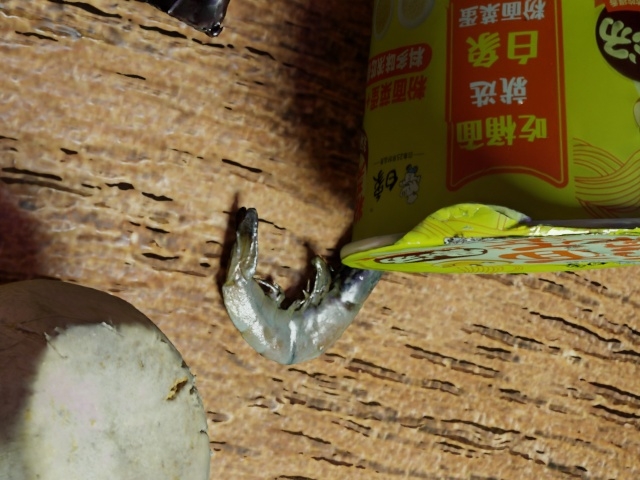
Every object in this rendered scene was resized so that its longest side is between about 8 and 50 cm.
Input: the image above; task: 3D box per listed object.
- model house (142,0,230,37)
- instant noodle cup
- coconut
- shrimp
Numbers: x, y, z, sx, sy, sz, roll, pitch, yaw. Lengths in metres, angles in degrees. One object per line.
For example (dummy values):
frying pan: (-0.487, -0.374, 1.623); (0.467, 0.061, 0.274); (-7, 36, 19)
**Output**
model house: (-0.057, -0.236, 1.259); (0.203, 0.141, 0.164); (-26, 143, -5)
instant noodle cup: (0.158, -0.097, 1.331); (0.311, 0.311, 0.221); (1, 83, -37)
coconut: (-0.196, 0.143, 1.202); (0.227, 0.230, 0.227); (16, 65, -38)
shrimp: (-0.002, -0.001, 1.413); (0.148, 0.035, 0.195); (42, 79, -35)
